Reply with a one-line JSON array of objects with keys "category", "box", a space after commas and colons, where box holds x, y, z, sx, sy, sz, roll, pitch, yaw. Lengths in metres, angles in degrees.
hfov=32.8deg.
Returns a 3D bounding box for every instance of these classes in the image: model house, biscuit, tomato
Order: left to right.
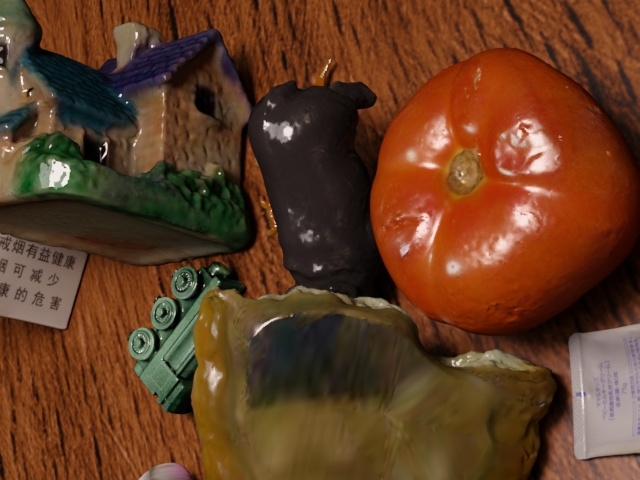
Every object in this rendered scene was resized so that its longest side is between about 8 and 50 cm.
[{"category": "model house", "box": [-0.248, -0.141, 1.268, 0.245, 0.312, 0.280, -9, 72, 40]}, {"category": "biscuit", "box": [0.047, 0.161, 0.994, 0.335, 0.078, 0.329, -22, 91, 5]}, {"category": "tomato", "box": [0.165, -0.040, 0.985, 0.259, 0.180, 0.260, -16, 64, 37]}]

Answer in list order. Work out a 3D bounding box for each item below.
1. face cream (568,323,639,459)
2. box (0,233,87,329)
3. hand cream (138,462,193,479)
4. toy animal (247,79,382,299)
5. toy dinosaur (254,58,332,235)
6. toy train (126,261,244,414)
[{"category": "face cream", "box": [0.304, 0.118, 0.909, 0.224, 0.070, 0.114, -19, 63, 47]}, {"category": "box", "box": [-0.388, -0.066, 1.420, 0.095, 0.210, 0.330, 12, 84, 40]}, {"category": "hand cream", "box": [-0.118, 0.350, 1.106, 0.111, 0.070, 0.312, -29, 36, -11]}, {"category": "toy animal", "box": [0.012, 0.005, 1.106, 0.106, 0.168, 0.343, -7, 87, 42]}, {"category": "toy dinosaur", "box": [-0.011, -0.093, 1.229, 0.142, 0.057, 0.212, 37, 101, 29]}, {"category": "toy train", "box": [-0.149, 0.109, 1.265, 0.111, 0.071, 0.170, 44, 103, 30]}]
